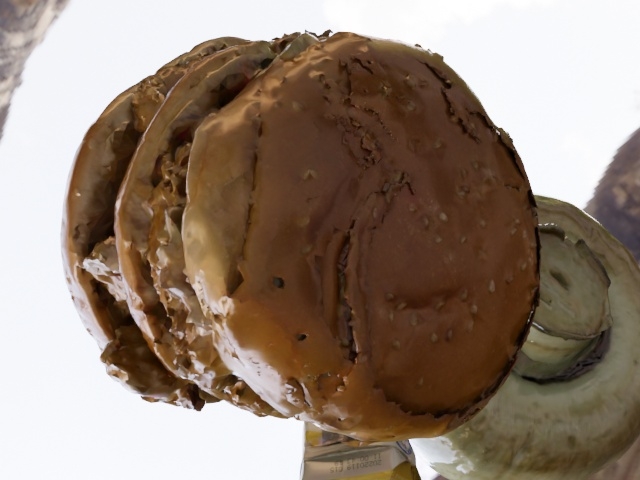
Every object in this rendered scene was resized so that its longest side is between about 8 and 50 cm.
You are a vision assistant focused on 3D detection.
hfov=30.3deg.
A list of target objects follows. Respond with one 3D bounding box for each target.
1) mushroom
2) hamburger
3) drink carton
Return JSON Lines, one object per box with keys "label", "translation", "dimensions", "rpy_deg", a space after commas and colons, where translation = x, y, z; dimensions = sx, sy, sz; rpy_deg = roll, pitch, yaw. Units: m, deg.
{"label": "mushroom", "translation": [0.198, 0.091, 1.248], "dimensions": [0.352, 0.260, 0.352], "rpy_deg": [10, -117, -20]}
{"label": "hamburger", "translation": [-0.003, -0.007, 0.687], "dimensions": [0.260, 0.211, 0.245], "rpy_deg": [23, -102, -35]}
{"label": "drink carton", "translation": [0.032, 0.169, 0.836], "dimensions": [0.074, 0.084, 0.200], "rpy_deg": [-86, -20, -47]}
